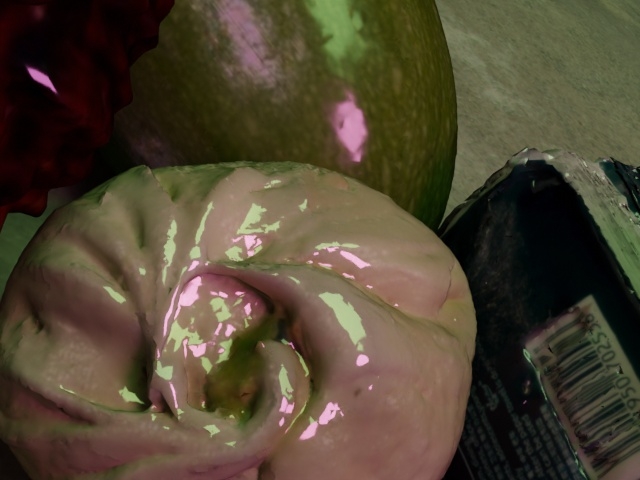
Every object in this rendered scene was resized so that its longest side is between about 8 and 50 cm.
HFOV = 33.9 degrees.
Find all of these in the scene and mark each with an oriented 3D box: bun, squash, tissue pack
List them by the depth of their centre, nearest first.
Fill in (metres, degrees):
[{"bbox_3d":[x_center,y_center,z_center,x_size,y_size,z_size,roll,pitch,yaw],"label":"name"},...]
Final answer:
[{"bbox_3d":[-0.043,0.074,0.545,0.259,0.259,0.160,32,0,-8],"label":"bun"},{"bbox_3d":[0.207,0.182,0.626,0.253,0.264,0.416,10,42,-36],"label":"tissue pack"},{"bbox_3d":[-0.012,-0.111,0.747,0.310,0.310,0.309,-15,61,-50],"label":"squash"}]

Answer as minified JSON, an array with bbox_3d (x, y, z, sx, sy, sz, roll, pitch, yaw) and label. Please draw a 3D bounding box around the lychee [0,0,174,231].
[{"bbox_3d":[-0.260,-0.161,0.466,0.424,0.425,0.500,1,17,-42],"label":"lychee"}]
